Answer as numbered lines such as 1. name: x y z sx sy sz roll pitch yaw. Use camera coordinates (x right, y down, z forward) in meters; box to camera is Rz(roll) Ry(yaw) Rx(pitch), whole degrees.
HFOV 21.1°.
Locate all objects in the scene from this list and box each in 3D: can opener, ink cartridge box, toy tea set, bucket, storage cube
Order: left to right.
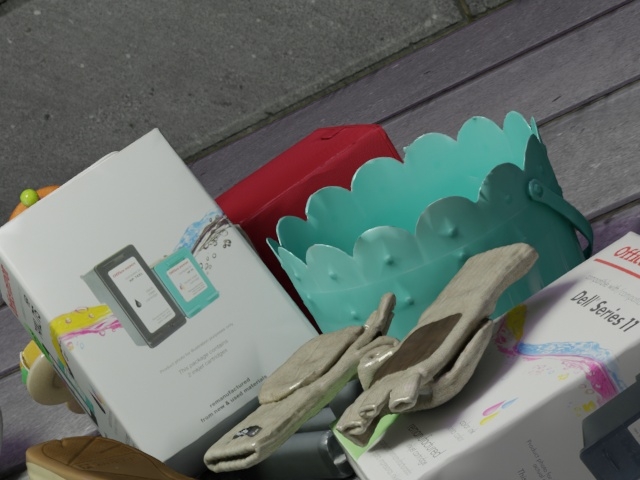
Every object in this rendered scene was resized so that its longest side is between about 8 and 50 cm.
1. toy tea set: -0.260 0.064 1.896 0.200 0.336 0.124 -11 39 -37
2. ink cartridge box: -0.158 0.076 1.644 0.197 0.270 0.198 -35 -13 -15
3. storage cube: 0.000 0.000 1.883 0.193 0.184 0.215 -35 15 -17
4. can opener: 0.012 0.162 1.505 0.074 0.093 0.280 -39 11 -35
5. bucket: 0.111 0.022 1.555 0.281 0.183 0.281 -24 14 7
6. ink cartridge box: 0.198 0.106 1.232 0.353 0.119 0.207 -32 13 -5

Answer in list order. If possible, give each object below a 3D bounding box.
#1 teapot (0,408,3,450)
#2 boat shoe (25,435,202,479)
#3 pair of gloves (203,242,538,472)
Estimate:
1. teapot: -0.490 0.264 1.991 0.252 0.187 0.256 18 19 28
2. boat shoe: -0.135 0.264 1.410 0.123 0.123 0.342 -5 15 -41
3. pair of gloves: 0.043 0.095 1.277 0.240 0.042 0.204 -24 17 42
